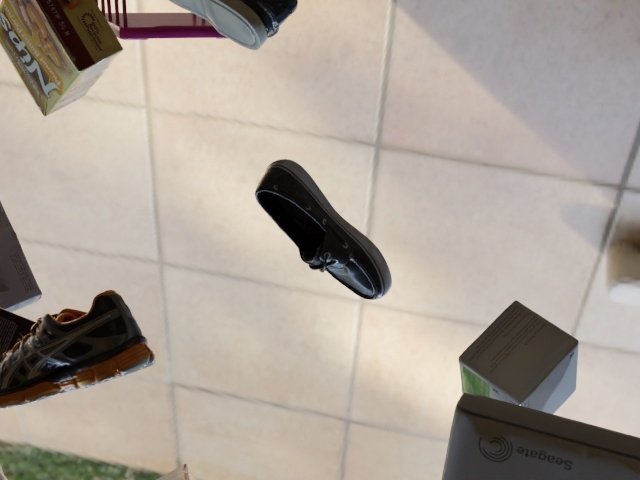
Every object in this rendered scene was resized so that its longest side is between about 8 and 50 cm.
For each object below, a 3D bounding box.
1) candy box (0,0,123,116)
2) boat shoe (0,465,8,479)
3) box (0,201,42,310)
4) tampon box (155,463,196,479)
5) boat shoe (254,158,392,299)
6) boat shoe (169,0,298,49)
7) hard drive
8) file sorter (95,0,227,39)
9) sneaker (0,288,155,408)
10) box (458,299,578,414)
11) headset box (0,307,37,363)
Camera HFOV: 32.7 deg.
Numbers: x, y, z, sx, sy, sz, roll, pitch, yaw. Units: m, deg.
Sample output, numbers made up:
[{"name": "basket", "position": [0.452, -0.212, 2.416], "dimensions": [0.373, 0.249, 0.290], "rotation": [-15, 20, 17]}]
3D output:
[{"name": "candy box", "position": [-0.434, -0.328, 1.768], "dimensions": [0.183, 0.088, 0.316], "rotation": [60, 156, -6]}, {"name": "boat shoe", "position": [-0.308, 0.201, 0.746], "dimensions": [0.113, 0.306, 0.105], "rotation": [-31, 76, 21]}, {"name": "box", "position": [-0.711, 0.040, 2.156], "dimensions": [0.262, 0.231, 0.127], "rotation": [65, 158, 2]}, {"name": "tampon box", "position": [-0.175, 0.379, 1.327], "dimensions": [0.120, 0.101, 0.161], "rotation": [-30, 97, -6]}, {"name": "boat shoe", "position": [0.000, 0.000, 1.394], "dimensions": [0.080, 0.076, 0.228], "rotation": [-23, 111, 43]}, {"name": "boat shoe", "position": [-0.136, -0.314, 1.247], "dimensions": [0.254, 0.079, 0.095], "rotation": [36, 159, 25]}, {"name": "hard drive", "position": [0.202, 0.326, 0.941], "dimensions": [0.233, 0.047, 0.353], "rotation": [13, 107, 17]}, {"name": "file sorter", "position": [-0.268, -0.445, 1.844], "dimensions": [0.202, 0.291, 0.182], "rotation": [-5, 107, -20]}, {"name": "sneaker", "position": [-0.259, 0.110, 1.069], "dimensions": [0.215, 0.084, 0.083], "rotation": [-19, 88, 22]}, {"name": "box", "position": [0.212, 0.143, 1.167], "dimensions": [0.087, 0.102, 0.101], "rotation": [34, 154, 31]}, {"name": "headset box", "position": [-0.574, 0.136, 1.549], "dimensions": [0.293, 0.110, 0.218], "rotation": [26, 151, -17]}]
